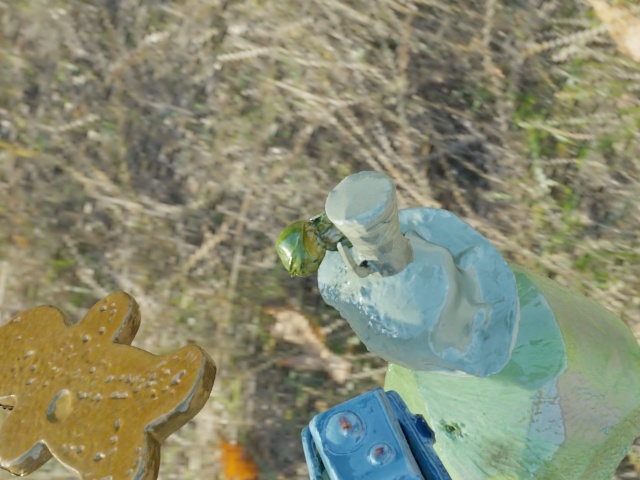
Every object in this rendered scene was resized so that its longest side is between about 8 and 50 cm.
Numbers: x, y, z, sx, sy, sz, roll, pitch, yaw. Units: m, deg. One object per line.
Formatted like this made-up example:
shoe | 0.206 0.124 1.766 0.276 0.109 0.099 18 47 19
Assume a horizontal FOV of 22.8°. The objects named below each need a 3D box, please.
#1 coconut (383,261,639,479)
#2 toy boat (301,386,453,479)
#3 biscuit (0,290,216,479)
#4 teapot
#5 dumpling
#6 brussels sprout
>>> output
coconut | 0.208 0.179 1.821 0.328 0.328 0.281 -31 49 25
toy boat | 0.058 0.201 1.056 0.109 0.098 0.238 -23 57 -2
biscuit | -0.237 0.153 1.600 0.339 0.047 0.216 15 64 47
teapot | 0.040 -0.005 1.217 0.057 0.083 0.067 19 61 39
dumpling | 0.092 0.048 1.514 0.219 0.108 0.153 25 102 22
brussels sprout | 0.000 -0.001 1.368 0.051 0.083 0.046 29 137 53
